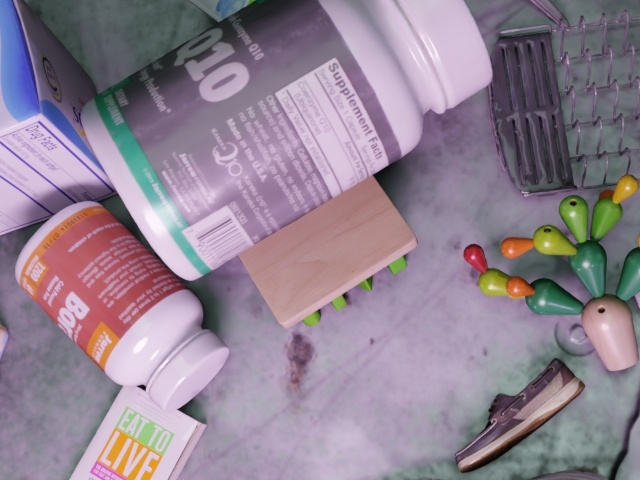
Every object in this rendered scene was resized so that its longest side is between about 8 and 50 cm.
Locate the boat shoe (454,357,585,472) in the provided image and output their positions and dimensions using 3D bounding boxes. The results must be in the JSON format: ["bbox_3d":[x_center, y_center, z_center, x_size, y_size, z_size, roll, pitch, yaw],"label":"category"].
[{"bbox_3d":[0.191,0.174,1.180,0.152,0.056,0.049,-33,70,-11],"label":"boat shoe"}]

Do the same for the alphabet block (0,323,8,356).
[{"bbox_3d":[-0.463,0.127,1.192,0.193,0.197,0.192,18,79,11],"label":"alphabet block"}]

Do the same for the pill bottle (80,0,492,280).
[{"bbox_3d":[-0.030,-0.134,1.153,0.361,0.204,0.204,-31,75,-1],"label":"pill bottle"}]

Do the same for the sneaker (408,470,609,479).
[{"bbox_3d":[0.147,0.271,1.121,0.297,0.129,0.111,-13,78,5],"label":"sneaker"}]

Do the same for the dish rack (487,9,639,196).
[{"bbox_3d":[0.312,-0.153,1.229,0.272,0.074,0.208,-8,75,5],"label":"dish rack"}]

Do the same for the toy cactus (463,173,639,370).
[{"bbox_3d":[0.268,0.040,1.183,0.219,0.112,0.180,-20,98,6],"label":"toy cactus"}]

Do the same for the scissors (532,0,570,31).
[{"bbox_3d":[0.159,-0.335,1.295,0.109,0.021,0.297,-28,86,-12],"label":"scissors"}]

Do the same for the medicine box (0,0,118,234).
[{"bbox_3d":[-0.386,-0.102,1.201,0.289,0.263,0.149,-19,76,2],"label":"medicine box"}]

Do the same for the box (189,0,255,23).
[{"bbox_3d":[-0.041,-0.312,1.261,0.114,0.103,0.203,37,100,8],"label":"box"}]

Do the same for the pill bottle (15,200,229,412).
[{"bbox_3d":[-0.200,0.070,1.213,0.216,0.121,0.121,43,85,14],"label":"pill bottle"}]

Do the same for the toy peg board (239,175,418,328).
[{"bbox_3d":[0.000,0.000,1.240,0.161,0.079,0.160,-32,60,-2],"label":"toy peg board"}]

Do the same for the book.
[{"bbox_3d":[-0.195,0.231,1.224,0.096,0.035,0.144,26,83,16],"label":"book"}]

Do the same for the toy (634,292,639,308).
[{"bbox_3d":[0.416,0.137,1.158,0.137,0.056,0.237,-19,75,3],"label":"toy"}]
